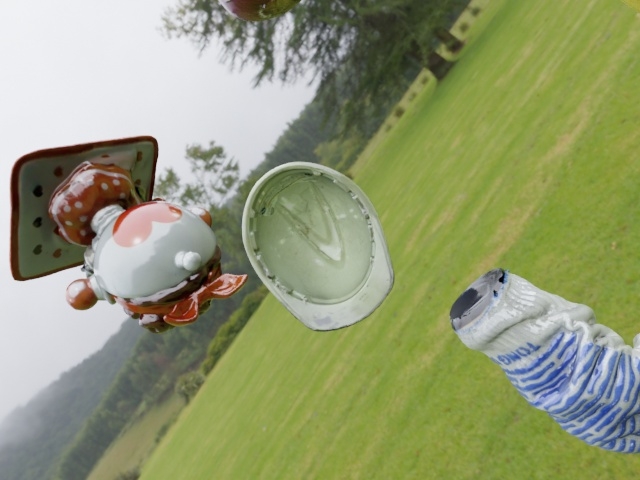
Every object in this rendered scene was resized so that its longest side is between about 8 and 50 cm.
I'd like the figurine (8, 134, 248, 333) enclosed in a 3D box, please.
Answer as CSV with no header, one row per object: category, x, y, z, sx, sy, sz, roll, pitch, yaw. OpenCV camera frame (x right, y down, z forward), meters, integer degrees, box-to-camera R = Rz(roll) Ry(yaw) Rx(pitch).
figurine,-0.181,0.010,0.665,0.183,0.226,0.160,-23,-44,-49

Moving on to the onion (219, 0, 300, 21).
onion,-0.114,-0.478,1.023,0.139,0.218,0.195,-22,-11,-39

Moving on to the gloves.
gloves,0.207,0.105,0.506,0.119,0.229,0.097,-48,19,58

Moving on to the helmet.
helmet,0.003,0.003,0.982,0.204,0.258,0.137,-30,-1,10

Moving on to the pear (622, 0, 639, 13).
pear,0.341,-0.324,0.468,0.348,0.348,0.348,-55,6,9
